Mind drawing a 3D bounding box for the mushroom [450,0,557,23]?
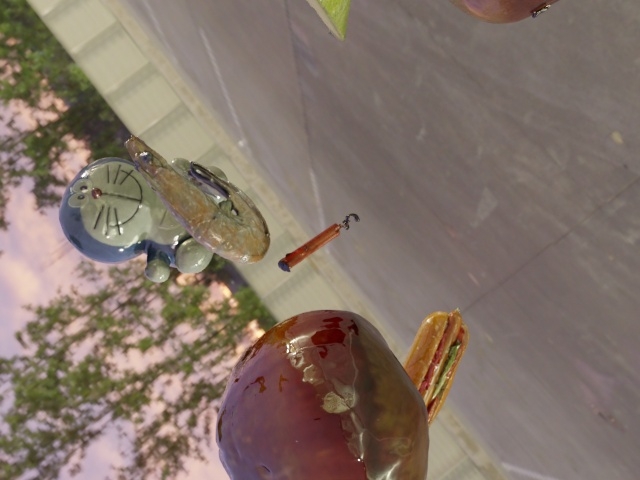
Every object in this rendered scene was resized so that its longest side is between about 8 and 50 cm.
[{"bbox_3d":[0.319,-0.509,1.200,0.345,0.346,0.259,63,-177,-63],"label":"mushroom"}]

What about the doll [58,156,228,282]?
[{"bbox_3d":[-0.301,-0.044,1.276,0.259,0.228,0.154,15,158,-17],"label":"doll"}]

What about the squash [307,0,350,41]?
[{"bbox_3d":[-0.006,-0.373,1.190,0.093,0.169,0.252,49,153,22],"label":"squash"}]

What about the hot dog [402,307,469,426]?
[{"bbox_3d":[0.173,0.215,1.223,0.092,0.235,0.062,23,178,-12],"label":"hot dog"}]

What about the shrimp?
[{"bbox_3d":[-0.150,-0.058,0.959,0.223,0.047,0.126,43,-146,-7],"label":"shrimp"}]

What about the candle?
[{"bbox_3d":[-0.001,-0.001,1.064,0.026,0.167,0.021,-7,110,44],"label":"candle"}]

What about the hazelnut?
[{"bbox_3d":[0.001,0.197,0.766,0.217,0.217,0.251,78,176,-78],"label":"hazelnut"}]
